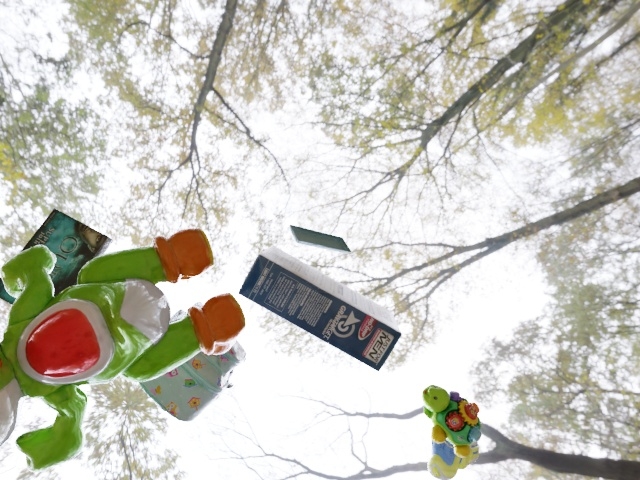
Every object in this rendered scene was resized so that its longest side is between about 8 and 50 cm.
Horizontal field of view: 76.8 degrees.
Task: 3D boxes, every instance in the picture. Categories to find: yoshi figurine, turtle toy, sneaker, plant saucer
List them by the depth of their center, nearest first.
[{"bbox_3d":[-0.277,0.120,0.413,0.362,0.202,0.204,-24,-138,-36],"label":"yoshi figurine"},{"bbox_3d":[0.220,0.291,0.678,0.130,0.066,0.095,34,-144,-8],"label":"turtle toy"},{"bbox_3d":[0.357,0.522,1.062,0.240,0.091,0.126,0,-91,-55],"label":"sneaker"},{"bbox_3d":[0.000,0.000,1.111,0.192,0.018,0.067,12,-146,-38],"label":"plant saucer"}]

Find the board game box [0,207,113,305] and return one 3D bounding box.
[{"bbox_3d":[-0.499,0.046,0.756,0.126,0.026,0.186,27,-106,3],"label":"board game box"}]

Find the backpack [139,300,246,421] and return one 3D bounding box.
[{"bbox_3d":[-0.216,0.195,0.669,0.144,0.188,0.165,-39,-87,2],"label":"backpack"}]

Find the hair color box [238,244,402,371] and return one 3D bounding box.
[{"bbox_3d":[0.002,0.146,0.931,0.348,0.174,0.105,29,-83,0],"label":"hair color box"}]
